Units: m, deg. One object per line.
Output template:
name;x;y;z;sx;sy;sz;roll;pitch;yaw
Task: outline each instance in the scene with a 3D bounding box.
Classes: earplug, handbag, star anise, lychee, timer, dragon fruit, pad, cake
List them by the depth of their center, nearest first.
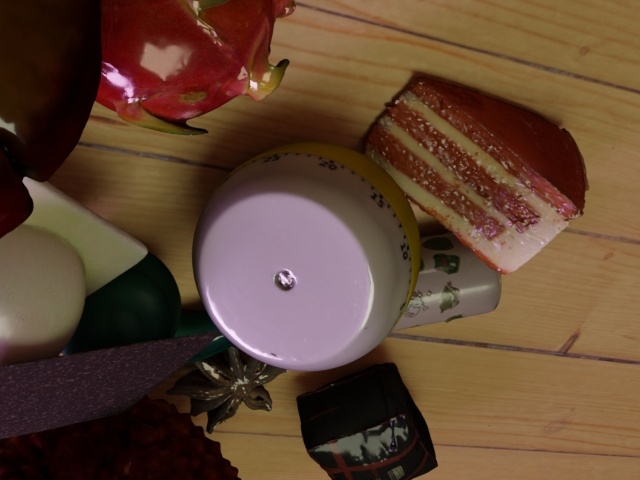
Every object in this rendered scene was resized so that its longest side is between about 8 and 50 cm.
dragon fruit;-0.145;-0.211;1.309;0.227;0.224;0.224;10;132;-38
pad;-0.287;0.170;1.533;0.330;0.004;0.220;-5;152;-50
timer;0.000;0.000;1.619;0.285;0.285;0.285;-13;140;-11
cake;0.190;-0.068;1.654;0.262;0.159;0.158;15;132;-34
earplug;-0.213;0.105;1.671;0.257;0.280;0.164;30;96;-4
lychee;-0.292;0.393;1.783;0.425;0.424;0.500;0;162;-25
star anise;-0.112;0.185;1.891;0.182;0.065;0.195;-31;137;4
handbag;0.066;0.286;2.011;0.169;0.155;0.215;-18;144;7

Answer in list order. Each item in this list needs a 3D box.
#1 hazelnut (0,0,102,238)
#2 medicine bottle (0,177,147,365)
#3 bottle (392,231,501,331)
hazelnut;-0.383;-0.190;1.108;0.429;0.402;0.402;27;122;-33
medicine bottle;-0.408;0.073;1.485;0.406;0.235;0.236;-33;140;14
bottle;0.102;0.058;1.796;0.253;0.120;0.120;-9;140;-12
